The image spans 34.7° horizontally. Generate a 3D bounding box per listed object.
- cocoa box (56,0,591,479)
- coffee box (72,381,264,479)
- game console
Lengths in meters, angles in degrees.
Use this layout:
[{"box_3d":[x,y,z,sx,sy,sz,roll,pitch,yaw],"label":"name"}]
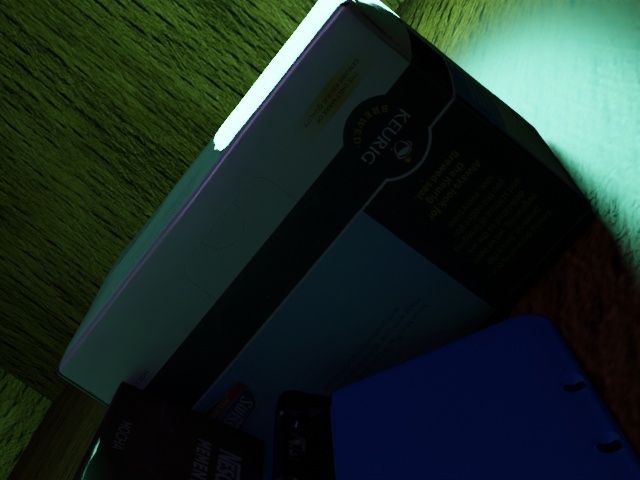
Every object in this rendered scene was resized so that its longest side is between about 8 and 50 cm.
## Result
[{"box_3d":[0.000,0.000,0.822,0.347,0.228,0.231,-50,12,16],"label":"cocoa box"},{"box_3d":[-0.153,0.270,0.693,0.297,0.119,0.168,-63,7,13],"label":"coffee box"},{"box_3d":[0.052,0.195,0.566,0.293,0.173,0.250,-92,9,-72],"label":"game console"}]
